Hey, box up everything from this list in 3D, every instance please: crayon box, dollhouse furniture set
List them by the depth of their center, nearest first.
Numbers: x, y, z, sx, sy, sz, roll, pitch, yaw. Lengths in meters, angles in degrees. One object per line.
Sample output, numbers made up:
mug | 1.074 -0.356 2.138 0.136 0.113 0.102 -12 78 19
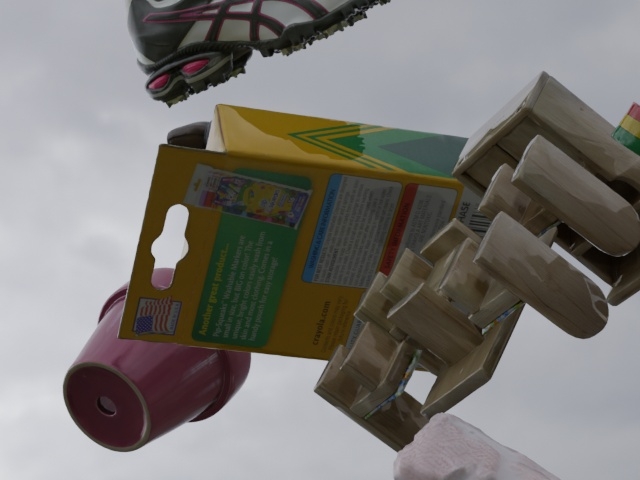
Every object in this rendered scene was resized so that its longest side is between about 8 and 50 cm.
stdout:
dollhouse furniture set | 0.149 0.031 1.180 0.161 0.242 0.212 37 -40 -8
crayon box | 0.000 0.000 1.495 0.323 0.083 0.203 7 -56 -15

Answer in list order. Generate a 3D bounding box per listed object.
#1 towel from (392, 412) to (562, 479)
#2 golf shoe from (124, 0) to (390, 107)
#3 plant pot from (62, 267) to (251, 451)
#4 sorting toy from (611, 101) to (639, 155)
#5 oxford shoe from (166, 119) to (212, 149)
towel | 0.184 0.234 0.699 0.053 0.332 0.317 -48 -32 -22
golf shoe | -0.052 -0.215 1.538 0.273 0.120 0.105 -20 6 18
plant pot | -0.213 0.159 2.140 0.201 0.201 0.180 -29 9 38
sorting toy | 0.278 -0.031 1.064 0.046 0.132 0.274 -58 -26 10
oxford shoe | -0.135 -0.069 2.117 0.096 0.083 0.227 0 -38 12
